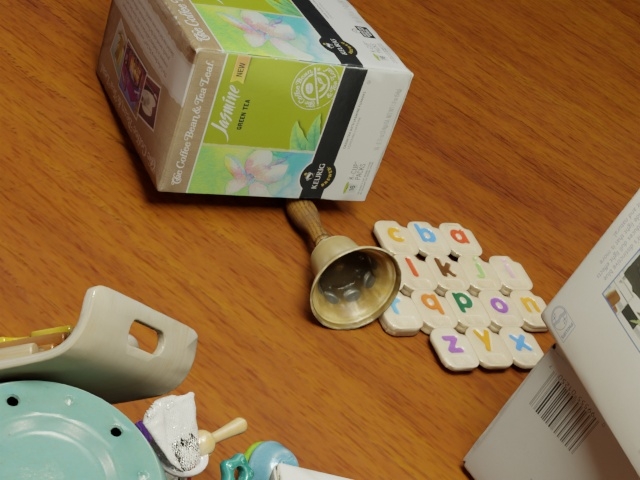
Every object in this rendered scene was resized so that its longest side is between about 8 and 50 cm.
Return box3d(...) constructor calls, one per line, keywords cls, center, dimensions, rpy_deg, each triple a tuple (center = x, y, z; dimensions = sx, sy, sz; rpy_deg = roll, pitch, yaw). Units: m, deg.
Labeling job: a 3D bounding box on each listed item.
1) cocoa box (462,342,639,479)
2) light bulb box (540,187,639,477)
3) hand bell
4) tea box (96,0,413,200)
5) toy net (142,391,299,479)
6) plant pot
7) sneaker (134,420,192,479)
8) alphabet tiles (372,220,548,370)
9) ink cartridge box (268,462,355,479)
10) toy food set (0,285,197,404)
box3d(cls="cocoa box", center=(0.383, 0.286, 1.275), dimensions=(0.228, 0.231, 0.347), rpy_deg=(-12, 51, -40))
box3d(cls="light bulb box", center=(0.483, 0.138, 1.129), dimensions=(0.358, 0.225, 0.361), rpy_deg=(3, 44, -31))
box3d(cls="hand bell", center=(0.000, 0.000, 1.525), dimensions=(0.126, 0.126, 0.242), rpy_deg=(3, 30, -28))
box3d(cls="tea box", center=(-0.106, -0.236, 1.594), dimensions=(0.324, 0.220, 0.329), rpy_deg=(0, 36, -30))
box3d(cls="toy net", center=(-0.105, 0.232, 1.140), dimensions=(0.232, 0.045, 0.122), rpy_deg=(35, 56, -38))
box3d(cls="plant pot", center=(-0.250, 0.256, 0.927), dimensions=(0.293, 0.235, 0.293), rpy_deg=(18, 40, -15))
box3d(cls="sneaker", center=(-0.168, 0.253, 1.148), dimensions=(0.071, 0.068, 0.169), rpy_deg=(-8, 46, 7))
box3d(cls="alphabet tiles", center=(0.189, 0.075, 1.588), dimensions=(0.284, 0.021, 0.278), rpy_deg=(1, 44, -29))
box3d(cls="ink cartridge box", center=(0.023, 0.349, 0.925), dimensions=(0.211, 0.289, 0.121), rpy_deg=(16, 16, -14))
box3d(cls="toy food set", center=(-0.291, 0.098, 1.024), dimensions=(0.306, 0.220, 0.092), rpy_deg=(-11, 72, 13))
